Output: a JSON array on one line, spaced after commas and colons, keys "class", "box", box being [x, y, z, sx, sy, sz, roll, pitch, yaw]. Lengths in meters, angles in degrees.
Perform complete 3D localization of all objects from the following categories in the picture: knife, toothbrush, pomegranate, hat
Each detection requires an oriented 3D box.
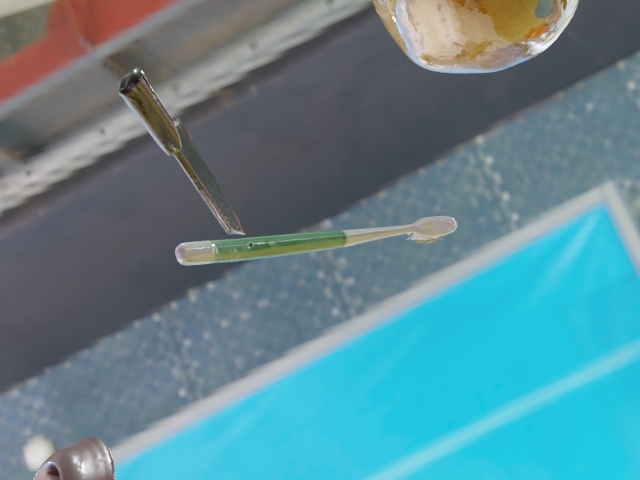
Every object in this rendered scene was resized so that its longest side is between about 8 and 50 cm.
[{"class": "knife", "box": [-0.130, -0.084, 1.814, 0.028, 0.060, 0.230, -22, -55, 17]}, {"class": "toothbrush", "box": [0.000, 0.000, 1.436, 0.257, 0.018, 0.024, -6, -21, -34]}, {"class": "pomegranate", "box": [0.184, -0.337, 2.178, 0.307, 0.307, 0.307, -17, -26, -9]}, {"class": "hat", "box": [-0.199, 0.265, 1.542, 0.089, 0.205, 0.205, 14, -39, -22]}]
